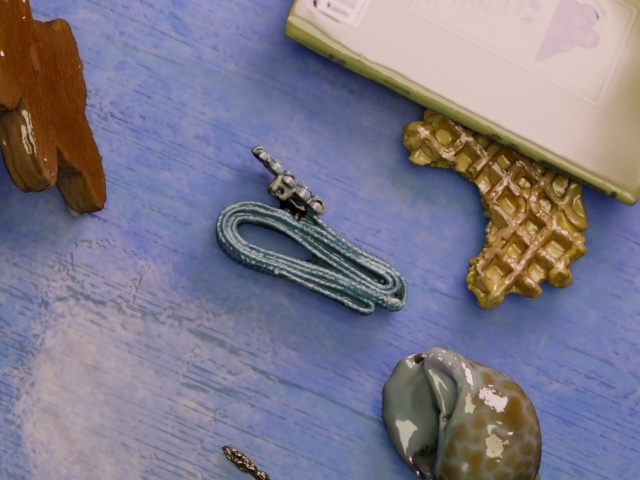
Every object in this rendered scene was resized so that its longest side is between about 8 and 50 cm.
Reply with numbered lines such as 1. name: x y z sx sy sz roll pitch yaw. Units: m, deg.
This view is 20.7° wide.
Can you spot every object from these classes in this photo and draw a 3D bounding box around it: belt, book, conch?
1. belt: 0.000 0.000 1.528 0.179 0.065 0.100 27 87 -5
2. book: 0.163 -0.203 1.571 0.352 0.035 0.239 27 66 -3
3. conch: 0.132 0.166 1.500 0.173 0.106 0.116 41 100 18

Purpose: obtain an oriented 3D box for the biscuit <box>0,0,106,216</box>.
1. biscuit: -0.242 -0.129 1.397 0.049 0.301 0.197 -15 79 6

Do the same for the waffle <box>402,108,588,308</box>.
1. waffle: 0.156 -0.039 1.558 0.149 0.051 0.194 -11 82 -12

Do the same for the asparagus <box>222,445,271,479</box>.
1. asparagus: -0.019 0.229 1.510 0.166 0.016 0.013 38 120 -2
